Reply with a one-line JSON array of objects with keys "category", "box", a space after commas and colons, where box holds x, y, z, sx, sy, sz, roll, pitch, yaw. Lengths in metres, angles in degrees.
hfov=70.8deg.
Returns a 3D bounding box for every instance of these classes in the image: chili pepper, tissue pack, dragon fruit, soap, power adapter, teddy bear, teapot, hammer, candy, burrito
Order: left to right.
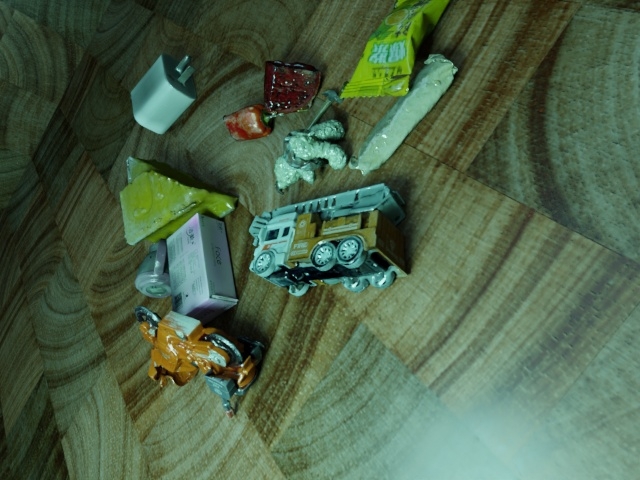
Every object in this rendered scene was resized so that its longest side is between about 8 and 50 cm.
[{"category": "teapot", "box": [-0.452, 0.069, 1.246, 0.115, 0.148, 0.146, -9, 54, 6]}, {"category": "power adapter", "box": [-0.506, -0.508, 1.505, 0.255, 0.124, 0.187, -36, 56, 24]}, {"category": "soap", "box": [-0.405, -0.171, 1.270, 0.338, 0.169, 0.305, -24, 71, 32]}, {"category": "tissue pack", "box": [-0.304, 0.074, 1.144, 0.148, 0.092, 0.247, -33, 56, 29]}, {"category": "chili pepper", "box": [-0.166, -0.310, 1.172, 0.191, 0.086, 0.084, -7, 97, 27]}, {"category": "dragon fruit", "box": [-0.083, -0.387, 1.135, 0.161, 0.120, 0.127, -124, 44, -55]}, {"category": "teddy bear", "box": [-0.045, -0.186, 1.008, 0.213, 0.111, 0.133, -27, 55, 29]}, {"category": "hammer", "box": [-0.019, -0.284, 1.084, 0.182, 0.017, 0.062, -50, 49, 17]}, {"category": "candy", "box": [0.162, -0.418, 0.923, 0.187, 0.081, 0.298, 15, 75, 50]}, {"category": "burrito", "box": [0.158, -0.241, 0.892, 0.275, 0.059, 0.082, -51, 38, 13]}]

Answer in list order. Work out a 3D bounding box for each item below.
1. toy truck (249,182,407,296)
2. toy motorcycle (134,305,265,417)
[{"category": "toy truck", "box": [0.000, 0.000, 0.895, 0.338, 0.133, 0.185, -9, 59, 35]}, {"category": "toy motorcycle", "box": [-0.277, 0.259, 1.008, 0.325, 0.222, 0.148, 13, 42, 27]}]
